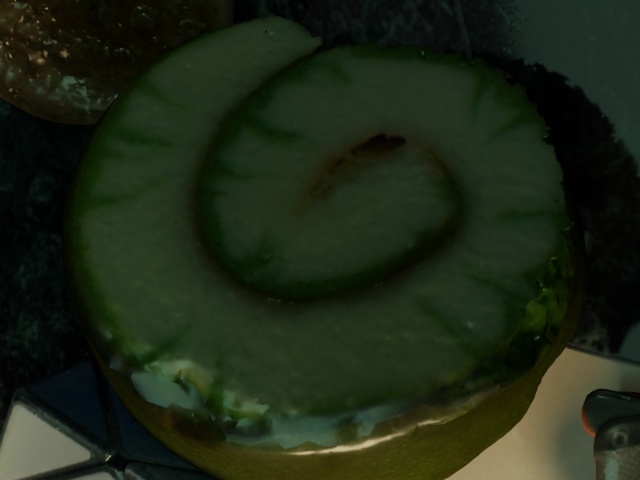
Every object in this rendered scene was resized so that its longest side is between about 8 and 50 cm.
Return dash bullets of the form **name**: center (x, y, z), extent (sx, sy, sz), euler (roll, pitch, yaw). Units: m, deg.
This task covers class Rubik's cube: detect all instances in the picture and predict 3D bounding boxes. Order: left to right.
- **Rubik's cube**: center (-0.131, 0.216, 1.352), extent (0.205, 0.205, 0.207), euler (32, 117, 19)

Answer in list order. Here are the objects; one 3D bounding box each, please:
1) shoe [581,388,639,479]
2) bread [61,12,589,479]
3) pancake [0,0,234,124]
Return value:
- **shoe**: center (0.270, 0.155, 1.241), extent (0.336, 0.132, 0.171), euler (-48, 66, 22)
- **bread**: center (0.000, 0.000, 1.273), extent (0.366, 0.129, 0.382), euler (-25, 62, -6)
- **pancake**: center (-0.191, -0.201, 1.361), extent (0.282, 0.049, 0.282), euler (5, 135, 5)
